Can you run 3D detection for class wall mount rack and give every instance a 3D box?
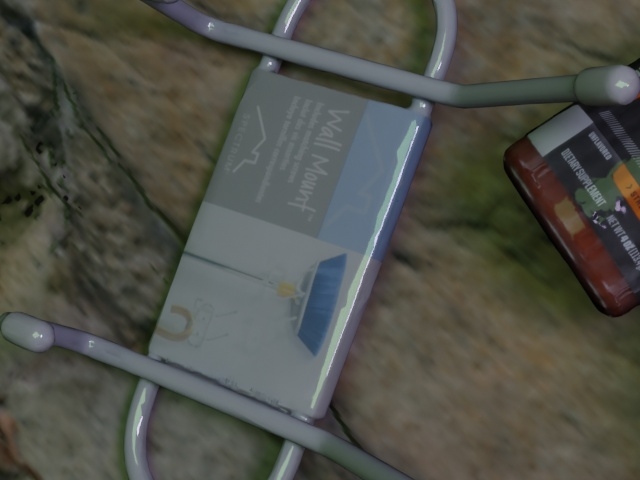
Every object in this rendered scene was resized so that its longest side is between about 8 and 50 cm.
[{"bbox_3d":[0.000,0.000,0.739,0.304,0.130,0.350,18,86,29],"label":"wall mount rack"}]

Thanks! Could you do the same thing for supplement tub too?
[{"bbox_3d":[0.197,-0.055,0.724,0.198,0.106,0.106,-35,73,7],"label":"supplement tub"}]
